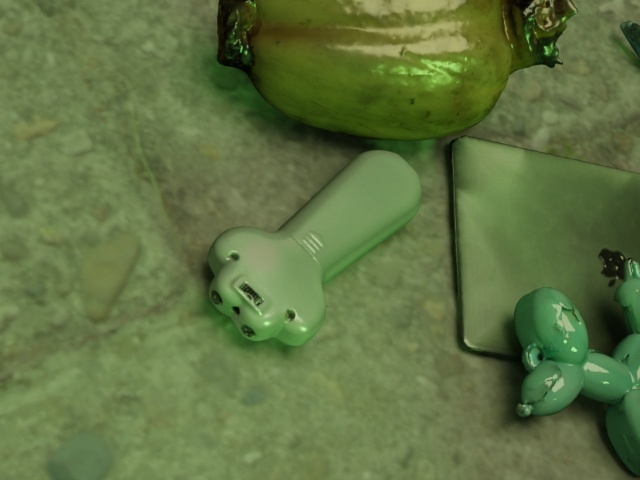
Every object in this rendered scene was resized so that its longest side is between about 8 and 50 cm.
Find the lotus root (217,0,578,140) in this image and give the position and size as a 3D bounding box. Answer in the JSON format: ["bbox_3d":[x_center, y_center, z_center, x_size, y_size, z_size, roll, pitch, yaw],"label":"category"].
[{"bbox_3d":[0.051,-0.154,1.083,0.257,0.140,0.154,1,74,-12],"label":"lotus root"}]

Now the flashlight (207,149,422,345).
[{"bbox_3d":[0.000,0.000,1.025,0.093,0.047,0.200,45,51,6],"label":"flashlight"}]

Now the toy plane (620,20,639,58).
[{"bbox_3d":[0.351,-0.109,1.224,0.169,0.078,0.246,-35,79,-35],"label":"toy plane"}]

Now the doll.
[{"bbox_3d":[0.207,0.089,1.042,0.158,0.059,0.159,45,63,-4],"label":"doll"}]

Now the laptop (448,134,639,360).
[{"bbox_3d":[0.225,0.022,1.129,0.269,0.015,0.187,11,58,-18],"label":"laptop"}]
